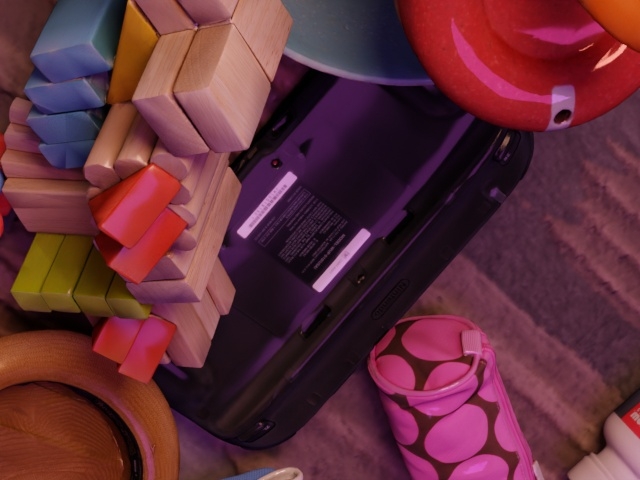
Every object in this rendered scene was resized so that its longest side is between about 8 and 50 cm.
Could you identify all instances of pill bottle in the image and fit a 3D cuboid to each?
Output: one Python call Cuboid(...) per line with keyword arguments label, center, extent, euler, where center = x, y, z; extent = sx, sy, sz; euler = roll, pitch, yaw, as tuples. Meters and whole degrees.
Cuboid(label="pill bottle", center=(0.292, 0.160, 1.086), extent=(0.180, 0.108, 0.108), euler=(-42, 123, 3))

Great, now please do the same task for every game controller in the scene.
Cuboid(label="game controller", center=(0.000, 0.000, 0.924), extent=(0.166, 0.067, 0.319), euler=(39, 98, -18))

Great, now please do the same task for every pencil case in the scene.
Cuboid(label="pencil case", center=(0.111, 0.150, 1.021), extent=(0.098, 0.095, 0.209), euler=(-8, 129, 24))

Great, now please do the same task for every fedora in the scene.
Cuboid(label="fedora", center=(-0.190, 0.146, 0.890), extent=(0.194, 0.079, 0.194), euler=(-3, 96, -31))

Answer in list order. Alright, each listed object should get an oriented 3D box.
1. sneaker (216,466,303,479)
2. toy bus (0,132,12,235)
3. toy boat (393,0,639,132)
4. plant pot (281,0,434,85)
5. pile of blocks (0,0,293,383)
Cuboid(label="sneaker", center=(-0.028, 0.290, 1.001), extent=(0.323, 0.130, 0.236), euler=(22, 104, -19))
Cuboid(label="toy bus", center=(-0.276, 0.010, 0.777), extent=(0.211, 0.149, 0.220), euler=(-10, 123, -35))
Cuboid(label="toy boat", center=(0.121, -0.136, 0.590), extent=(0.151, 0.151, 0.231), euler=(-7, 138, -13))
Cuboid(label="plant pot", center=(0.054, -0.253, 0.701), extent=(0.290, 0.195, 0.290), euler=(-11, 138, -10))
Cuboid(label="pile of blocks", center=(-0.115, -0.022, 0.723), extent=(0.149, 0.112, 0.362), euler=(17, 145, 0))
